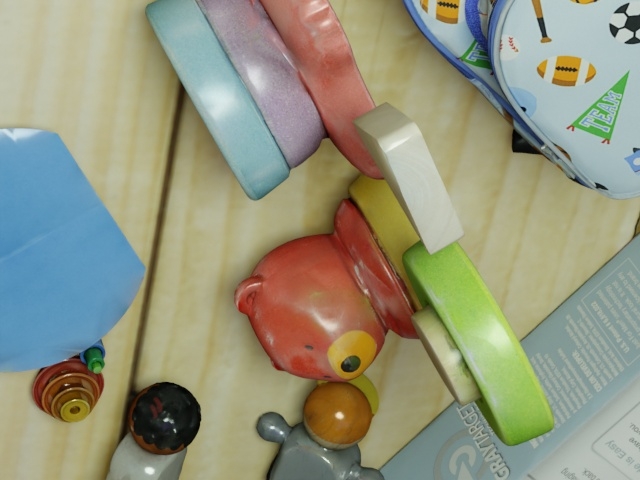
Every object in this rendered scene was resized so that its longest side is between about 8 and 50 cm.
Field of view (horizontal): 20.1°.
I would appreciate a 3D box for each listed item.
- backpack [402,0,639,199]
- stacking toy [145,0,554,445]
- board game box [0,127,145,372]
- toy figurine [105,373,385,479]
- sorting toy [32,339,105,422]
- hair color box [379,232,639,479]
[{"bbox_3d":[0.161,-0.174,1.041,0.276,0.213,0.263,-43,116,15],"label":"backpack"},{"bbox_3d":[0.000,0.000,1.049,0.130,0.279,0.309,-29,124,-1],"label":"stacking toy"},{"bbox_3d":[-0.195,0.003,1.129,0.133,0.033,0.169,-30,120,1],"label":"board game box"},{"bbox_3d":[-0.039,0.190,1.204,0.213,0.209,0.148,2,133,-21],"label":"toy figurine"},{"bbox_3d":[-0.170,0.082,1.187,0.061,0.042,0.102,-27,128,-1],"label":"sorting toy"},{"bbox_3d":[0.203,0.162,1.336,0.374,0.113,0.185,-44,126,11],"label":"hair color box"}]
